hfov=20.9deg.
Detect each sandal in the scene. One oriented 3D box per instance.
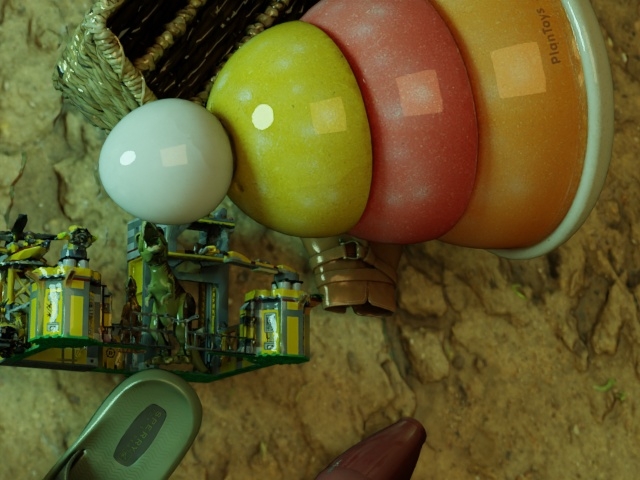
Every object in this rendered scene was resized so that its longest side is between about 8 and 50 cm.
[{"bbox_3d":[-0.219,0.258,1.662,0.120,0.086,0.303,28,96,-11],"label":"sandal"}]

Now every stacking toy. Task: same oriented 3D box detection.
[{"bbox_3d":[0.008,-0.119,1.677,0.479,0.350,0.351,-11,82,-27],"label":"stacking toy"}]

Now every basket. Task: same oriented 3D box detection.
[{"bbox_3d":[-0.097,-0.224,1.772,0.213,0.223,0.299,41,68,-6],"label":"basket"}]

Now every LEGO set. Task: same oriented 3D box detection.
[{"bbox_3d":[-0.171,0.024,1.682,0.331,0.255,0.192,5,77,-21],"label":"LEGO set"}]

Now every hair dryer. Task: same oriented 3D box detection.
[{"bbox_3d":[0.052,0.313,1.773,0.223,0.080,0.294,45,53,-50],"label":"hair dryer"}]

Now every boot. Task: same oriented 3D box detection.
[{"bbox_3d":[0.000,0.000,1.829,0.197,0.073,0.152,7,71,-20],"label":"boot"}]
